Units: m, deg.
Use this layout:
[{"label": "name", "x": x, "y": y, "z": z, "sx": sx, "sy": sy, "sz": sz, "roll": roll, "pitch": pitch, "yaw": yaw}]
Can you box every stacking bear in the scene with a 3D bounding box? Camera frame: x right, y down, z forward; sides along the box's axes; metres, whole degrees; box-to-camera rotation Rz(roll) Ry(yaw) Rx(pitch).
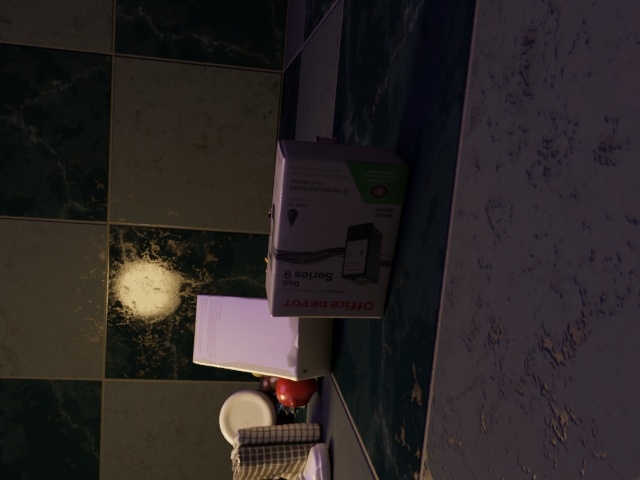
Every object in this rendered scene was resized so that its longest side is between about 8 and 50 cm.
[{"label": "stacking bear", "x": -0.073, "y": 0.326, "z": 1.682, "sx": 0.175, "sy": 0.164, "sz": 0.289, "roll": 122, "pitch": 145, "yaw": -72}]

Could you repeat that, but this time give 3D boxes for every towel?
[{"label": "towel", "x": -0.126, "y": 0.602, "z": 1.642, "sx": 0.284, "sy": 0.234, "sz": 0.121, "roll": 107, "pitch": 158, "yaw": -56}]

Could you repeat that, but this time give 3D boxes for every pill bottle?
[{"label": "pill bottle", "x": -0.250, "y": 0.685, "z": 2.291, "sx": 0.363, "sy": 0.210, "sz": 0.210, "roll": 72, "pitch": -162, "yaw": -75}]

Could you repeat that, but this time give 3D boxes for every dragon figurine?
[{"label": "dragon figurine", "x": -0.090, "y": 0.502, "z": 1.904, "sx": 0.289, "sy": 0.085, "sz": 0.144, "roll": 127, "pitch": 145, "yaw": -75}]

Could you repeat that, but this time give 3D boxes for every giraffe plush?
[{"label": "giraffe plush", "x": -0.171, "y": 0.517, "z": 2.287, "sx": 0.210, "sy": 0.181, "sz": 0.171, "roll": -40, "pitch": 47, "yaw": 27}]

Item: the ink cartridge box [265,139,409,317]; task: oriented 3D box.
[{"label": "ink cartridge box", "x": 0.021, "y": -0.015, "z": 1.028, "sx": 0.121, "sy": 0.211, "sz": 0.289, "roll": -110, "pitch": 24, "yaw": -64}]

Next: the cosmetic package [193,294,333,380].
[{"label": "cosmetic package", "x": -0.156, "y": 0.245, "z": 1.559, "sx": 0.155, "sy": 0.365, "sz": 0.197, "roll": 10, "pitch": -97, "yaw": -55}]

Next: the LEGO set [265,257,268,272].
[{"label": "LEGO set", "x": -0.114, "y": 0.091, "z": 2.071, "sx": 0.132, "sy": 0.107, "sz": 0.287, "roll": 61, "pitch": 160, "yaw": 6}]

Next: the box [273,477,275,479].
[{"label": "box", "x": -0.148, "y": 0.838, "z": 2.239, "sx": 0.059, "sy": 0.054, "sz": 0.169, "roll": 112, "pitch": 159, "yaw": -64}]

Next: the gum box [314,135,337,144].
[{"label": "gum box", "x": 0.012, "y": -0.184, "z": 1.604, "sx": 0.107, "sy": 0.062, "sz": 0.189, "roll": 105, "pitch": 165, "yaw": -51}]

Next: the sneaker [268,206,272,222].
[{"label": "sneaker", "x": -0.102, "y": -0.094, "z": 1.962, "sx": 0.293, "sy": 0.146, "sz": 0.102, "roll": -106, "pitch": 35, "yaw": -58}]

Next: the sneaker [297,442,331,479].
[{"label": "sneaker", "x": -0.066, "y": 0.641, "z": 1.448, "sx": 0.108, "sy": 0.169, "sz": 0.293, "roll": -147, "pitch": 62, "yaw": -82}]

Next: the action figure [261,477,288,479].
[{"label": "action figure", "x": -0.156, "y": 0.877, "z": 2.013, "sx": 0.164, "sy": 0.140, "sz": 0.276, "roll": -104, "pitch": 23, "yaw": -58}]
